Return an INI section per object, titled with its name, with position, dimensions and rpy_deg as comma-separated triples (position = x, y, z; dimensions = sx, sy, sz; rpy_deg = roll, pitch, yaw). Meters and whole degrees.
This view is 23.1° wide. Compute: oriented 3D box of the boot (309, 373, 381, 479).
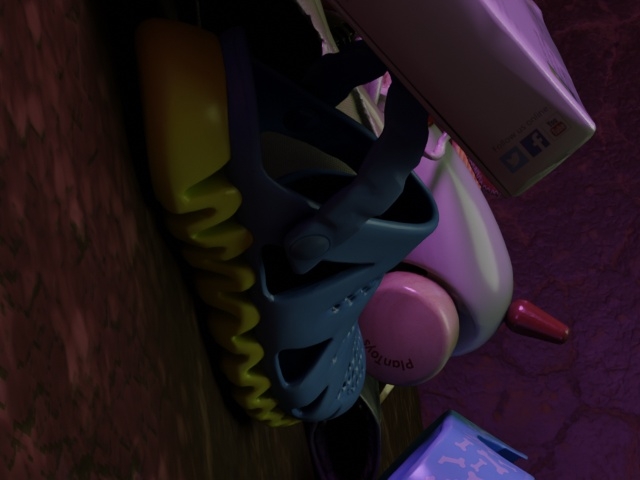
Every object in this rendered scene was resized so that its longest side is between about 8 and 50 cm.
[boot]
position = 0.015, 0.083, 1.267
dimensions = 0.208, 0.076, 0.190
rpy_deg = -64, 142, -70

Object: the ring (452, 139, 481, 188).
[ring]
position = 0.076, -0.141, 1.670
dimensions = 0.336, 0.032, 0.337
rpy_deg = 16, 69, -51

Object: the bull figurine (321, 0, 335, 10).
[bull figurine]
position = -0.008, -0.256, 1.023
dimensions = 0.188, 0.101, 0.310
rpy_deg = 58, -10, 14

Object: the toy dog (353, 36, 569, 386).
[toy dog]
position = 0.116, -0.038, 1.161
dimensions = 0.220, 0.160, 0.334
rpy_deg = -68, 162, -49

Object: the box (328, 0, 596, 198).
[box]
position = -0.001, -0.184, 0.757
dimensions = 0.322, 0.058, 0.232
rpy_deg = 48, 15, -15

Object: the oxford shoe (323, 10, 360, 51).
[oxford shoe]
position = -0.013, -0.140, 1.172
dimensions = 0.227, 0.096, 0.083
rpy_deg = -79, 160, -71

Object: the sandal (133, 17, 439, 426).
[sandal]
position = 0.000, 0.000, 0.835
dimensions = 0.317, 0.138, 0.126
rpy_deg = 75, 5, -58

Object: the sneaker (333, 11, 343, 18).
[sneaker]
position = -0.014, -0.227, 1.382
dimensions = 0.228, 0.087, 0.130
rpy_deg = 79, 3, -49

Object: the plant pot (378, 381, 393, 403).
[plant pot]
position = 0.108, 0.088, 1.711
dimensions = 0.236, 0.032, 0.236
rpy_deg = -53, 171, -12

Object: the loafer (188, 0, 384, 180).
[loafer]
position = -0.024, -0.083, 0.966
dimensions = 0.092, 0.101, 0.269
rpy_deg = -72, 141, -61

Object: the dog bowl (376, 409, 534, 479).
[dog bowl]
position = 0.076, 0.205, 1.182
dimensions = 0.074, 0.166, 0.297
rpy_deg = 44, 3, 4
